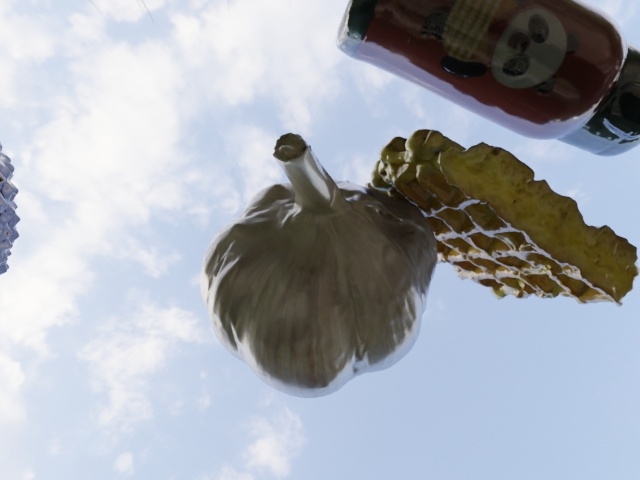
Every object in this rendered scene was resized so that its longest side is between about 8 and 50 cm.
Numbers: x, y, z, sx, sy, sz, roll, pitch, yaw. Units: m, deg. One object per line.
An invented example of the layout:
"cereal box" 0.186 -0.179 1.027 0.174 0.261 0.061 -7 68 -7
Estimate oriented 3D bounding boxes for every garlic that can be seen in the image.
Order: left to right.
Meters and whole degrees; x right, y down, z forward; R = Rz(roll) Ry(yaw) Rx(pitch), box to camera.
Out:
"garlic" 0.000 0.000 0.387 0.219 0.212 0.218 -3 -137 2

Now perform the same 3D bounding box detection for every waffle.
"waffle" 0.141 -0.017 0.460 0.229 0.219 0.057 34 -103 -9

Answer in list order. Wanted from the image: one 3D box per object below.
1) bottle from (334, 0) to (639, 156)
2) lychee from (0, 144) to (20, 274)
"bottle" 0.193 -0.197 0.470 0.336 0.144 0.144 22 -94 -7
"lychee" -0.441 -0.026 0.463 0.268 0.267 0.267 0 -94 -1
